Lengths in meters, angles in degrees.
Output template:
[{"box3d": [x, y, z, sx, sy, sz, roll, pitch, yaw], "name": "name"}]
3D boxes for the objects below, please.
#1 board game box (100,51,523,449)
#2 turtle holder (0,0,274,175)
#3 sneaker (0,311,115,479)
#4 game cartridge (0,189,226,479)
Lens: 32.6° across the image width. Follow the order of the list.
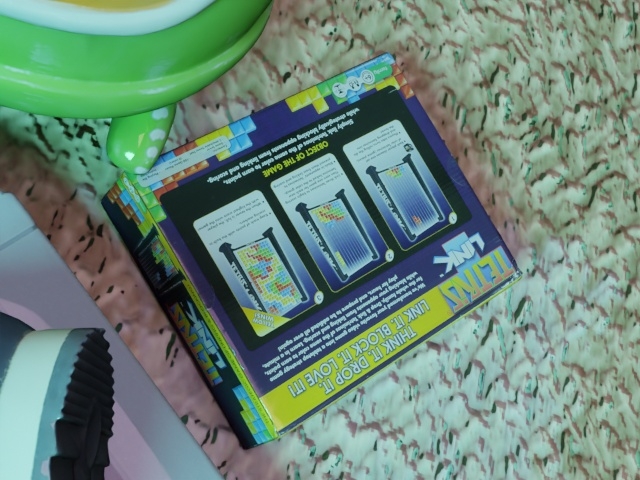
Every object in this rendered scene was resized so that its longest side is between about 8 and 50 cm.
[{"box3d": [0.000, 0.000, 0.548, 0.170, 0.048, 0.141, -28, 88, -31], "name": "board game box"}, {"box3d": [-0.090, -0.211, 0.466, 0.243, 0.227, 0.320, 35, 45, -3], "name": "turtle holder"}, {"box3d": [-0.160, 0.170, 0.331, 0.131, 0.112, 0.319, 11, 67, 3], "name": "sneaker"}, {"box3d": [-0.143, 0.118, 0.432, 0.198, 0.062, 0.297, -36, 90, -27], "name": "game cartridge"}]
